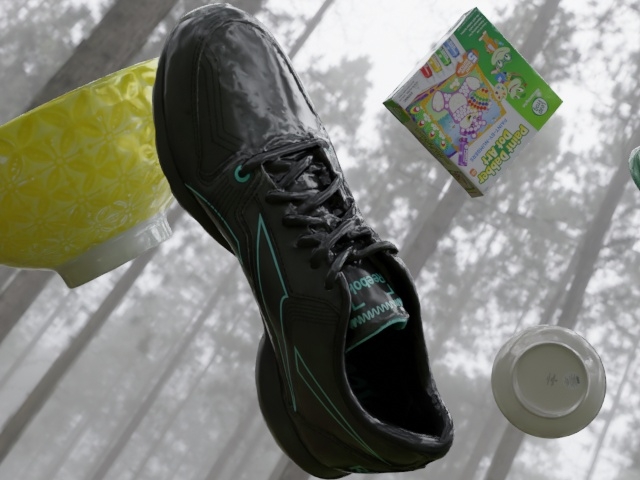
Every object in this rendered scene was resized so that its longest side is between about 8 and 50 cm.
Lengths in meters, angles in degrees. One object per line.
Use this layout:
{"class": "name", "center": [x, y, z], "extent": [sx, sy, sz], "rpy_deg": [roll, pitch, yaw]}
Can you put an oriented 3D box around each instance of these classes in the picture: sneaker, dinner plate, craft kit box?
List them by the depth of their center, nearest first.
{"class": "sneaker", "center": [0.000, 0.000, 0.511], "extent": [0.106, 0.101, 0.267], "rpy_deg": [-7, -73, 58]}
{"class": "dinner plate", "center": [0.282, 0.173, 1.209], "extent": [0.141, 0.141, 0.017], "rpy_deg": [27, -10, 10]}
{"class": "craft kit box", "center": [0.279, -0.250, 1.781], "extent": [0.246, 0.250, 0.061], "rpy_deg": [44, -14, -14]}

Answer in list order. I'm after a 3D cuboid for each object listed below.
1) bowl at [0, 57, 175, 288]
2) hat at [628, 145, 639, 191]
{"class": "bowl", "center": [-0.230, -0.047, 0.958], "extent": [0.289, 0.289, 0.156], "rpy_deg": [-18, -78, 55]}
{"class": "hat", "center": [0.364, 0.023, 0.985], "extent": [0.209, 0.173, 0.183], "rpy_deg": [10, -50, -14]}
